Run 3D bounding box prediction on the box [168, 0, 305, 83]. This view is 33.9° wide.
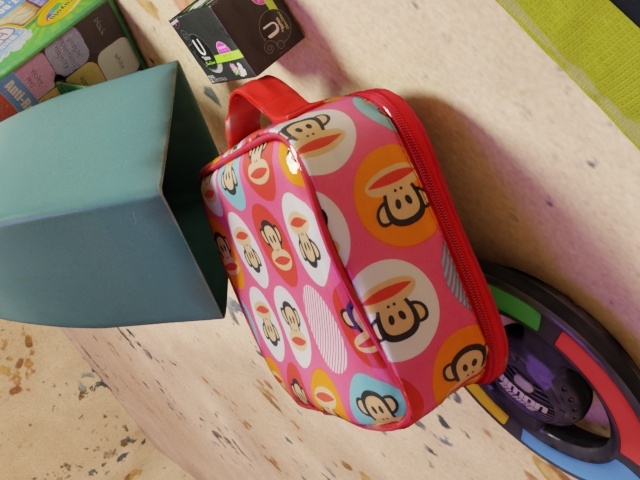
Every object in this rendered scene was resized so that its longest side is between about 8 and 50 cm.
[{"bbox_3d":[-0.063,-0.156,0.774,0.062,0.052,0.083,55,160,-20],"label":"box"}]

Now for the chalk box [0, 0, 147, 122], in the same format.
[{"bbox_3d":[-0.284,-0.147,1.055,0.289,0.179,0.180,30,154,40],"label":"chalk box"}]

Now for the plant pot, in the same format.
[{"bbox_3d":[-0.215,-0.025,0.923,0.165,0.234,0.165,71,-167,-46],"label":"plant pot"}]

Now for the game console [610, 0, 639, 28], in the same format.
[{"bbox_3d":[0.183,-0.150,0.282,0.386,0.060,0.342,45,160,7],"label":"game console"}]

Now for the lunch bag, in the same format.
[{"bbox_3d":[0.000,0.000,0.789,0.258,0.120,0.293,66,161,-7],"label":"lunch bag"}]

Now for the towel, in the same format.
[{"bbox_3d":[0.128,-0.116,0.507,0.237,0.021,0.102,47,161,2],"label":"towel"}]

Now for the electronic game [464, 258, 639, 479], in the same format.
[{"bbox_3d":[0.164,0.104,0.799,0.229,0.048,0.229,41,159,20],"label":"electronic game"}]
